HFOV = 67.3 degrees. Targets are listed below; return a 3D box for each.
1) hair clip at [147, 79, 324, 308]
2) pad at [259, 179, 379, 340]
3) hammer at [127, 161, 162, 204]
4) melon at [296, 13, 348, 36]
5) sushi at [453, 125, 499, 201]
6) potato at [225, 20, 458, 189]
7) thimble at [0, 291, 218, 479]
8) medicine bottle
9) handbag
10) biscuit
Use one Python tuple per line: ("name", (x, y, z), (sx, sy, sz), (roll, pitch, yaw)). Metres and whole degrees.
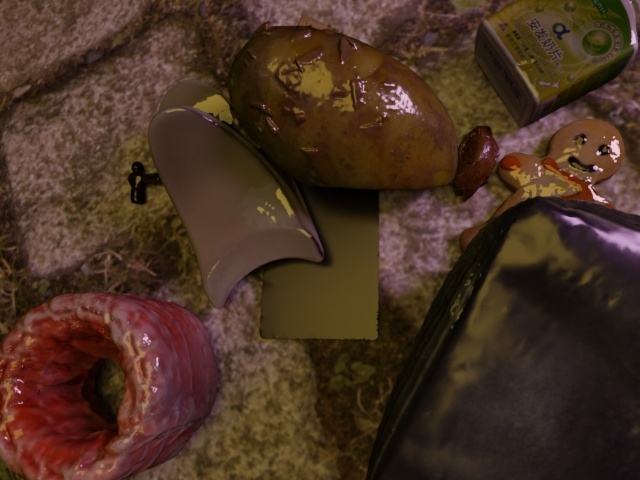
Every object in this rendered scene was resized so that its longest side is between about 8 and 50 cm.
("hair clip", (-0.130, -0.074, 0.635), (0.173, 0.113, 0.282), (-27, 106, 13))
("pad", (0.000, 0.000, 0.648), (0.160, 0.009, 0.264), (-1, 79, 13))
("hammer", (-0.197, -0.088, 0.701), (0.179, 0.021, 0.065), (-1, 81, 10))
("melon", (-0.035, -0.220, 0.672), (0.098, 0.054, 0.182), (32, 93, 20))
("sushi", (0.195, -0.097, 0.600), (0.099, 0.047, 0.050), (-63, 31, 9))
("potato", (0.029, -0.142, 0.573), (0.298, 0.141, 0.176), (26, 119, 0))
("thimble", (-0.260, 0.177, 0.599), (0.239, 0.162, 0.239), (-3, 77, 12))
("medicine bottle", (0.303, -0.244, 0.579), (0.189, 0.088, 0.132), (-29, 75, 7))
("handbag", (0.202, 0.137, 0.448), (0.247, 0.240, 0.340), (24, 94, 12))
("biscuit", (0.278, -0.047, 0.583), (0.153, 0.030, 0.234), (38, 91, 14))
